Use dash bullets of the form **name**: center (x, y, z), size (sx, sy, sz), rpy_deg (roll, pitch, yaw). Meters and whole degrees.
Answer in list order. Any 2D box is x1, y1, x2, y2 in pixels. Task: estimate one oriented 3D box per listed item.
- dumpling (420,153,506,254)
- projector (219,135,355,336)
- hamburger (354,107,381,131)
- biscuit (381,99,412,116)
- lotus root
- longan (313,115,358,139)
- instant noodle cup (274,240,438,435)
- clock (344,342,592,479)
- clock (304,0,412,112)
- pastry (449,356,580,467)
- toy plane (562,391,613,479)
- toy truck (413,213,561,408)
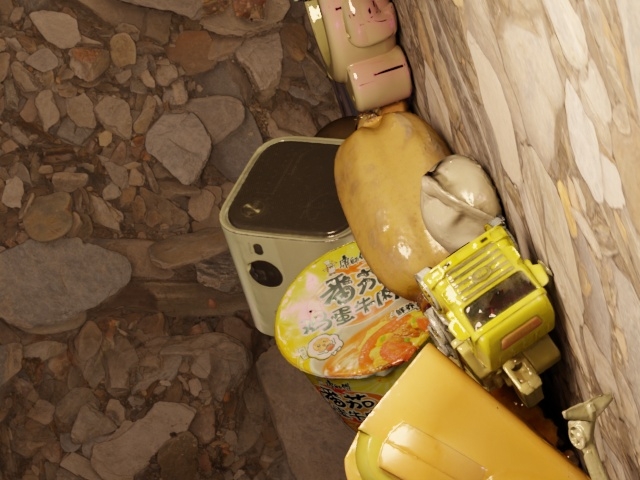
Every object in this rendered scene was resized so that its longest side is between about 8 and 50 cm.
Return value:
- **dumpling**: center (0.177, -0.030, 1.641), size (0.150, 0.092, 0.176), rpy_deg (55, 165, 20)
- **projector**: center (0.000, 0.000, 2.249), size (0.249, 0.248, 0.248), rpy_deg (75, -149, -41)
- **hamburger**: center (0.115, -0.175, 2.291), size (0.102, 0.087, 0.176), rpy_deg (-83, -26, -52)
- **biscuit**: center (0.146, -0.061, 2.115), size (0.351, 0.057, 0.312), rpy_deg (74, -169, -48)
- **lotus root**: center (0.128, -0.025, 1.826), size (0.151, 0.169, 0.343), rpy_deg (61, -173, -60)
- **longan**: center (0.070, -0.128, 2.438), size (0.212, 0.198, 0.198), rpy_deg (46, -166, -37)
- **instant noodle cup**: center (0.087, 0.151, 1.938), size (0.264, 0.264, 0.200), rpy_deg (-111, -4, -48)
- **clock**: center (0.194, 0.287, 1.577), size (0.317, 0.200, 0.244), rpy_deg (32, 174, 10)
- **clock**: center (0.034, -0.374, 2.006), size (0.284, 0.114, 0.309), rpy_deg (-109, 2, -46)
- **pastry**: center (0.223, 0.238, 1.802), size (0.237, 0.170, 0.256), rpy_deg (95, 161, -80)
- **toy plane**: center (0.300, 0.296, 1.352), size (0.108, 0.092, 0.286), rpy_deg (-26, 84, 67)
- **toy truck**: center (0.203, 0.098, 1.547), size (0.157, 0.124, 0.272), rpy_deg (53, 175, 23)
